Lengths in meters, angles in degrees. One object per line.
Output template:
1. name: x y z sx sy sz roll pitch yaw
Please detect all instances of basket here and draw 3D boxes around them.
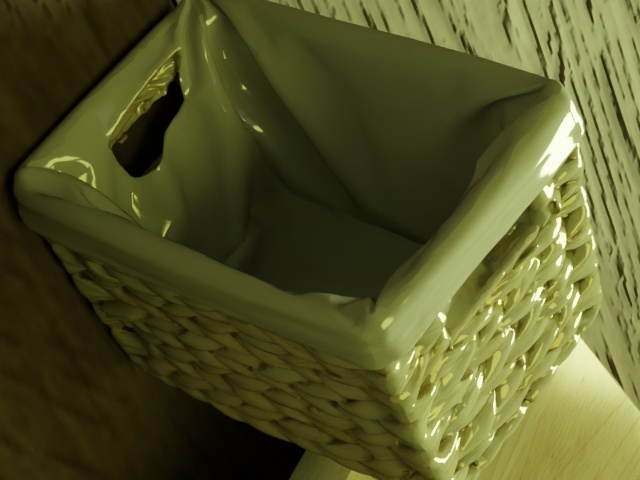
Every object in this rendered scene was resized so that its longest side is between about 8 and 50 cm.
1. basket: 0.000 0.000 0.616 0.113 0.167 0.103 -50 139 -24

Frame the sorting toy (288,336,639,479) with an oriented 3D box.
1. sorting toy: 0.030 0.157 0.749 0.257 0.089 0.255 -59 136 -16
